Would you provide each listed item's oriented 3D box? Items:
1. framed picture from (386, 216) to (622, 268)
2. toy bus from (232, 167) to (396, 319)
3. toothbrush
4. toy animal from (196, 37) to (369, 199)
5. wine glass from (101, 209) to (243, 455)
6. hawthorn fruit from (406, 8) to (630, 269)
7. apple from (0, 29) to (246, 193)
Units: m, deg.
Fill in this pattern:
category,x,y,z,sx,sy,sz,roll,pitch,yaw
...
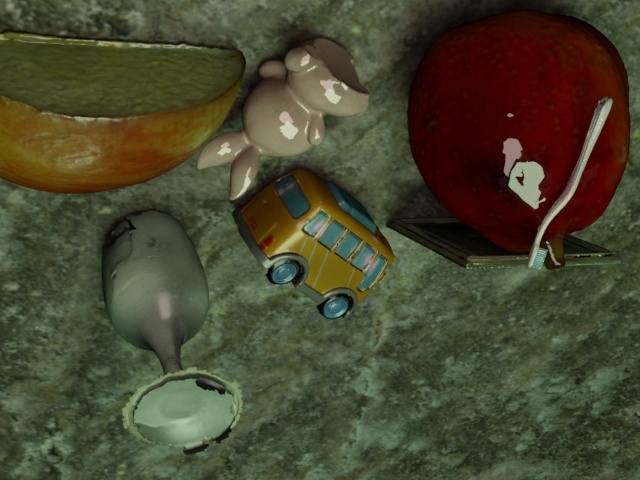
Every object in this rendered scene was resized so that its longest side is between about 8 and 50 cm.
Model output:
category,x,y,z,sx,sy,sz,roll,pitch,yaw
framed picture,0.230,-0.002,1.673,0.217,0.274,0.017,-1,102,-19
toy bus,0.000,0.000,1.674,0.136,0.126,0.209,-43,132,12
toothbrush,0.269,-0.062,1.401,0.022,0.017,0.204,19,100,-16
toy animal,-0.049,-0.145,1.526,0.212,0.124,0.124,-39,133,20
wine glass,-0.188,0.101,1.568,0.144,0.321,0.143,-8,130,-10
hawthorn fruit,0.234,-0.112,1.513,0.265,0.307,0.265,-9,171,-1
apple,-0.257,-0.142,1.444,0.346,0.254,0.179,0,91,-21
